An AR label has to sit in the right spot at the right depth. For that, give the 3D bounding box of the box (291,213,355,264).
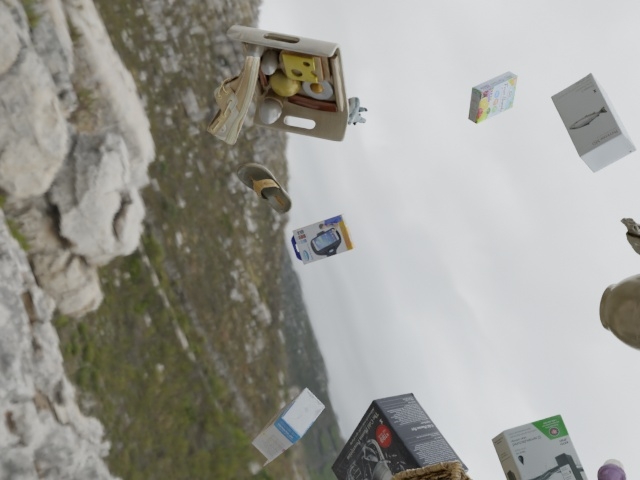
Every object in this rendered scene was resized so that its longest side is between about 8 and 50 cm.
[{"bbox_3d":[0.000,0.000,1.703,0.028,0.136,0.081,-23,94,-75],"label":"box"}]

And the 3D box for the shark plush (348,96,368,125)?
[{"bbox_3d":[0.090,-0.319,1.970,0.161,0.067,0.073,42,31,-59],"label":"shark plush"}]

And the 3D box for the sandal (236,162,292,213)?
[{"bbox_3d":[-0.139,-0.131,1.991,0.180,0.072,0.049,45,19,-22],"label":"sandal"}]

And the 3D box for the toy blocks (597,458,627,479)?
[{"bbox_3d":[0.605,0.570,1.384,0.260,0.309,0.289,-14,107,-65],"label":"toy blocks"}]

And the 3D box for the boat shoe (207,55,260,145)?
[{"bbox_3d":[-0.141,-0.224,1.227,0.063,0.059,0.170,-81,-167,-47],"label":"boat shoe"}]

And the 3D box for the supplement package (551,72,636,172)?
[{"bbox_3d":[0.612,-0.263,1.738,0.105,0.105,0.179,26,41,-49],"label":"supplement package"}]

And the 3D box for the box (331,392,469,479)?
[{"bbox_3d":[0.238,0.714,2.423,0.312,0.179,0.343,51,-52,37],"label":"box"}]

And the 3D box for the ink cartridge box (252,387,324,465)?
[{"bbox_3d":[-0.079,0.407,1.676,0.061,0.104,0.181,44,-47,2],"label":"ink cartridge box"}]

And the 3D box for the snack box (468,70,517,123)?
[{"bbox_3d":[0.464,-0.385,2.083,0.037,0.141,0.100,42,-34,36],"label":"snack box"}]

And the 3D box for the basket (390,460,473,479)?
[{"bbox_3d":[0.235,0.635,1.655,0.223,0.213,0.299,47,-33,-2],"label":"basket"}]

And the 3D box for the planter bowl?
[{"bbox_3d":[0.613,0.137,1.502,0.109,0.162,0.162,5,-61,50],"label":"planter bowl"}]

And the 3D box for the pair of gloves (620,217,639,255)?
[{"bbox_3d":[0.803,0.025,1.761,0.204,0.042,0.240,43,-5,-11],"label":"pair of gloves"}]

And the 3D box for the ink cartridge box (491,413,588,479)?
[{"bbox_3d":[0.493,0.511,1.711,0.087,0.153,0.208,104,-29,-62],"label":"ink cartridge box"}]

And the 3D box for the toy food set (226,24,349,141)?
[{"bbox_3d":[-0.064,-0.320,1.626,0.306,0.219,0.092,76,29,-65],"label":"toy food set"}]
